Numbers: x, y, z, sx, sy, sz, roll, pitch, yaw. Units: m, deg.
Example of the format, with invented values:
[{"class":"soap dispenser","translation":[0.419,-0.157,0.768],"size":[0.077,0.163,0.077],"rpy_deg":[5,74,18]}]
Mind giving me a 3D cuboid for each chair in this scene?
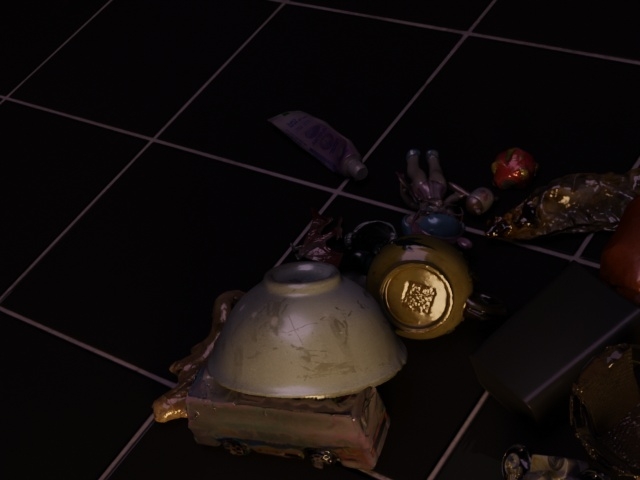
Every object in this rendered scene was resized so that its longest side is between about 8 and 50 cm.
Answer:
[{"class":"chair","translation":[0.427,0.254,1.600],"size":[0.174,0.213,0.149],"rpy_deg":[-35,40,-14]}]

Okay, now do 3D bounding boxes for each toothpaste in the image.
[{"class":"toothpaste","translation":[0.001,-0.195,2.340],"size":[0.075,0.048,0.301],"rpy_deg":[-42,43,-5]}]

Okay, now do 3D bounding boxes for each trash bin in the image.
[{"class":"trash bin","translation":[0.362,0.167,1.789],"size":[0.225,0.115,0.165],"rpy_deg":[-38,46,-11]}]

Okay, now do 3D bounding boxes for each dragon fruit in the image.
[{"class":"dragon fruit","translation":[0.346,-0.129,2.124],"size":[0.083,0.060,0.056],"rpy_deg":[3,45,22]}]

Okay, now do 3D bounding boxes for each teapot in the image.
[{"class":"teapot","translation":[0.178,0.071,1.937],"size":[0.270,0.173,0.182],"rpy_deg":[16,18,5]}]

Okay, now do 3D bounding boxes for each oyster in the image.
[{"class":"oyster","translation":[0.445,-0.058,2.011],"size":[0.345,0.078,0.128],"rpy_deg":[-12,52,7]}]

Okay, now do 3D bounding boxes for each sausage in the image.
[{"class":"sausage","translation":[0.526,0.012,1.856],"size":[0.133,0.133,0.258],"rpy_deg":[10,44,30]}]

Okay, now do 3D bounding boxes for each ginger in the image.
[{"class":"ginger","translation":[-0.201,0.193,2.021],"size":[0.089,0.075,0.288],"rpy_deg":[4,53,32]}]

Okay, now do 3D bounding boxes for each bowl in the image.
[{"class":"bowl","translation":[-0.024,0.116,1.809],"size":[0.314,0.146,0.313],"rpy_deg":[-2,16,1]}]

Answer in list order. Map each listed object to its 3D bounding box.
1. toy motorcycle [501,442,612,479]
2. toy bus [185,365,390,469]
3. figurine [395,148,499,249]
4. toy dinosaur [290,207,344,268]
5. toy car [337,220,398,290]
[{"class":"toy motorcycle","translation":[0.308,0.364,1.598],"size":[0.225,0.073,0.152],"rpy_deg":[7,83,62]},{"class":"toy bus","translation":[-0.059,0.268,1.832],"size":[0.317,0.138,0.112],"rpy_deg":[2,46,22]},{"class":"figurine","translation":[0.213,-0.063,2.101],"size":[0.205,0.102,0.260],"rpy_deg":[12,39,-16]},{"class":"toy dinosaur","translation":[0.000,0.001,2.155],"size":[0.108,0.032,0.220],"rpy_deg":[-25,41,1]},{"class":"toy car","translation":[0.078,0.048,2.056],"size":[0.095,0.056,0.204],"rpy_deg":[3,46,22]}]
